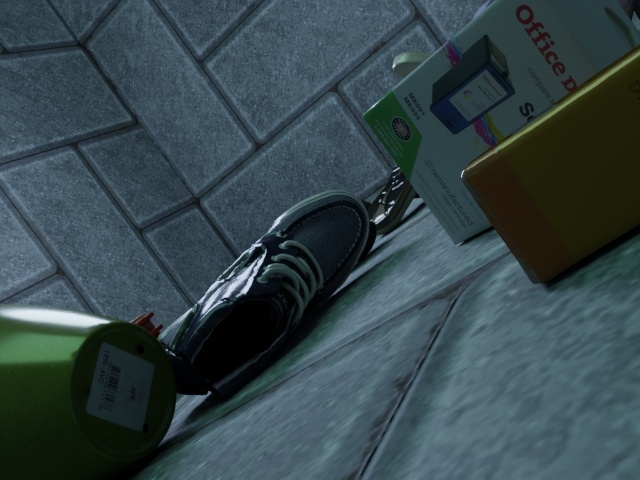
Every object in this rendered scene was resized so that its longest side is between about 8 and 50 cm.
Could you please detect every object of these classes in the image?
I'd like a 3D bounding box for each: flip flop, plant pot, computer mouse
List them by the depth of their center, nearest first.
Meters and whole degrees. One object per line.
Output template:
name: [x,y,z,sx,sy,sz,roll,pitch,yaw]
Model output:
plant pot: [-0.309,0.182,0.756,0.293,0.275,0.275,-16,13,32]
computer mouse: [0.017,0.049,1.023,0.242,0.041,0.071,-46,-1,-35]
flip flop: [0.178,-0.103,1.242,0.112,0.080,0.277,-24,27,56]

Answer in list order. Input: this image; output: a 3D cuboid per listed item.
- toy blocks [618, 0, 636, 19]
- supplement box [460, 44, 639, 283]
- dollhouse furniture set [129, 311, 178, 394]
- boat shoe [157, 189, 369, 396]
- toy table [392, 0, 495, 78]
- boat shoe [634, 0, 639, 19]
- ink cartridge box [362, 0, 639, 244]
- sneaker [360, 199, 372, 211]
toy blocks: [0.424,-0.378,1.017,0.288,0.308,0.260,-47,-33,-38]
supplement box: [0.193,-0.074,0.370,0.233,0.078,0.080,-35,0,20]
dollhouse furniture set: [-0.209,0.139,1.166,0.259,0.135,0.262,-34,3,31]
boat shoe: [-0.040,0.057,0.821,0.340,0.127,0.158,-45,12,-20]
toy table: [0.257,-0.249,1.107,0.161,0.252,0.274,-29,27,51]
boat shoe: [0.604,-0.493,1.177,0.116,0.123,0.324,-20,-21,12]
ink cartridge box: [0.161,-0.112,0.593,0.093,0.154,0.212,-38,3,-40]
sneaker: [0.000,0.000,1.376,0.286,0.109,0.130,-32,-2,31]
